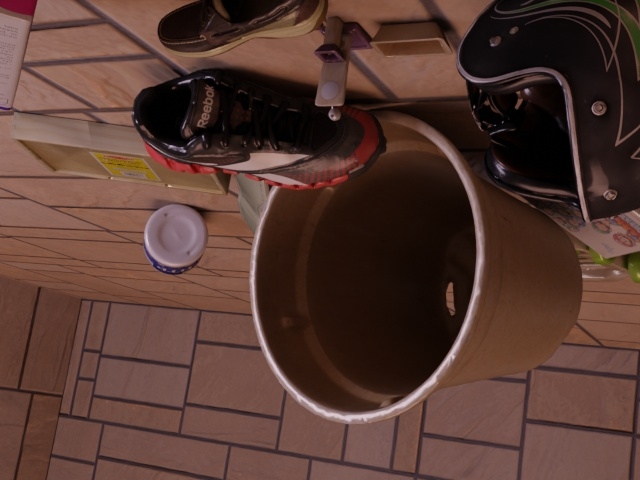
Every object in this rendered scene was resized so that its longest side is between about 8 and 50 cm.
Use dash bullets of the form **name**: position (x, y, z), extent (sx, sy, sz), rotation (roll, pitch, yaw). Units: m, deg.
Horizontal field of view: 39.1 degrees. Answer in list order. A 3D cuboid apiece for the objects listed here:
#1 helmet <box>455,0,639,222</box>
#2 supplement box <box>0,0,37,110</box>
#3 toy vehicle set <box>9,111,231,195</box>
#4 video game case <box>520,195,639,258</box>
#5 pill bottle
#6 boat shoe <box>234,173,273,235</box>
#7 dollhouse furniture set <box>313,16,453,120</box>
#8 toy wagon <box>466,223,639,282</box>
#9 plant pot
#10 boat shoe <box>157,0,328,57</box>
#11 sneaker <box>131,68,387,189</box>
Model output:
- **helmet**: position (0.190, -0.099, 0.628), extent (0.161, 0.169, 0.169), rotation (23, 179, 36)
- **supplement box**: position (-0.272, -0.190, 0.680), extent (0.114, 0.111, 0.220), rotation (12, 169, -19)
- **toy vehicle set**: position (-0.266, -0.116, 1.236), extent (0.267, 0.035, 0.166), rotation (8, 169, 3)
- **video game case**: position (0.328, -0.036, 1.087), extent (0.157, 0.019, 0.143), rotation (35, 164, -8)
- **pill bottle**: position (-0.266, 0.005, 1.642), extent (0.112, 0.112, 0.186), rotation (10, 169, -9)
- **boat shoe**: position (-0.072, -0.075, 1.219), extent (0.068, 0.081, 0.228), rotation (-33, 163, -15)
- **dollhouse furniture set**: position (0.042, -0.146, 0.742), extent (0.114, 0.081, 0.091), rotation (3, 168, 26)
- **toy wagon**: position (0.321, 0.009, 1.349), extent (0.267, 0.068, 0.344), rotation (-3, 163, 44)
- **plant pot**: position (0.140, 0.046, 1.061), extent (0.334, 0.334, 0.305), rotation (-3, 170, 44)
- **boat shoe**: position (-0.070, -0.185, 0.718), extent (0.152, 0.056, 0.049), rotation (-8, 158, 25)
- **sneaker**: position (-0.073, -0.116, 0.933), extent (0.276, 0.098, 0.135), rotation (7, 171, 13)
